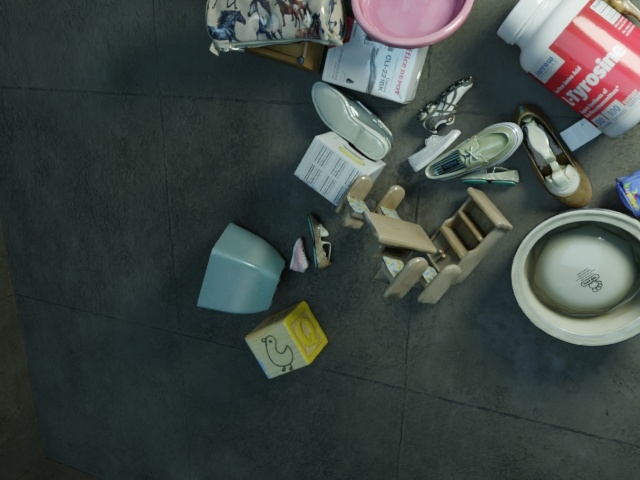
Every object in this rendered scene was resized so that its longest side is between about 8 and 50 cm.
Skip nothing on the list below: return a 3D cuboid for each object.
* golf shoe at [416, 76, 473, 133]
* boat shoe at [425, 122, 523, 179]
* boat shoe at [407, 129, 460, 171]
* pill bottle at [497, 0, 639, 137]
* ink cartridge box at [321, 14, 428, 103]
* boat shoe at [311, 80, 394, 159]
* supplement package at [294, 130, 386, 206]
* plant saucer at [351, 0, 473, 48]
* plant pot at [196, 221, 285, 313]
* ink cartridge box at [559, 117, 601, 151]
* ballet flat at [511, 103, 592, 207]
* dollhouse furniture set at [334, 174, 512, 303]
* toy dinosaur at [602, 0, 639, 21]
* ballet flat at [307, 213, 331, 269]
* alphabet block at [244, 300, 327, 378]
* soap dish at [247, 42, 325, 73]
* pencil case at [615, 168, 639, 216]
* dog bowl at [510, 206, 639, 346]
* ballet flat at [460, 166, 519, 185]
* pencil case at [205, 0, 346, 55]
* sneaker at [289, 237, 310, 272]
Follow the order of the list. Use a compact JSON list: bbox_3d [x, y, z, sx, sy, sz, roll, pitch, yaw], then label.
[{"bbox_3d":[0.383,-0.399,1.622,0.094,0.077,0.198,46,127,-9],"label":"golf shoe"},{"bbox_3d":[0.439,-0.242,1.586,0.302,0.094,0.109,-29,88,46],"label":"boat shoe"},{"bbox_3d":[0.345,-0.288,1.681,0.063,0.066,0.184,50,129,0],"label":"boat shoe"},{"bbox_3d":[0.662,-0.469,1.378,0.407,0.229,0.229,41,119,6],"label":"pill bottle"},{"bbox_3d":[0.165,-0.542,1.638,0.272,0.114,0.197,20,114,15],"label":"ink cartridge box"},{"bbox_3d":[0.104,-0.387,1.734,0.319,0.099,0.116,44,136,6],"label":"boat shoe"},{"bbox_3d":[0.065,-0.228,1.744,0.203,0.194,0.149,37,119,8],"label":"supplement package"},{"bbox_3d":[0.253,-0.662,1.505,0.331,0.084,0.333,-3,74,11],"label":"plant saucer"},{"bbox_3d":[-0.272,0.123,1.996,0.252,0.247,0.248,19,115,-1],"label":"plant pot"},{"bbox_3d":[0.732,-0.306,1.517,0.115,0.029,0.063,-34,91,28],"label":"ink cartridge box"},{"bbox_3d":[0.643,-0.228,1.528,0.116,0.124,0.343,-29,95,27],"label":"ballet flat"},{"bbox_3d":[0.311,-0.034,1.581,0.257,0.393,0.362,-56,40,29],"label":"dollhouse furniture set"},{"bbox_3d":[0.767,-0.602,1.392,0.211,0.064,0.112,34,137,20],"label":"toy dinosaur"},{"bbox_3d":[0.000,0.000,1.936,0.067,0.073,0.207,-10,108,-2],"label":"ballet flat"},{"bbox_3d":[-0.123,0.368,2.035,0.197,0.193,0.193,-28,97,29],"label":"alphabet block"},{"bbox_3d":[-0.119,-0.675,1.717,0.290,0.118,0.229,21,115,15],"label":"soap dish"},{"bbox_3d":[0.924,-0.188,1.417,0.133,0.120,0.306,38,122,-26],"label":"pencil case"},{"bbox_3d":[0.762,0.087,1.570,0.407,0.150,0.409,7,110,21],"label":"dog bowl"},{"bbox_3d":[0.510,-0.194,1.649,0.168,0.057,0.053,5,82,19],"label":"ballet flat"},{"bbox_3d":[-0.127,-0.630,1.574,0.409,0.160,0.184,5,93,22],"label":"pencil case"},{"bbox_3d":[-0.065,0.057,1.984,0.070,0.051,0.135,21,118,14],"label":"sneaker"}]
